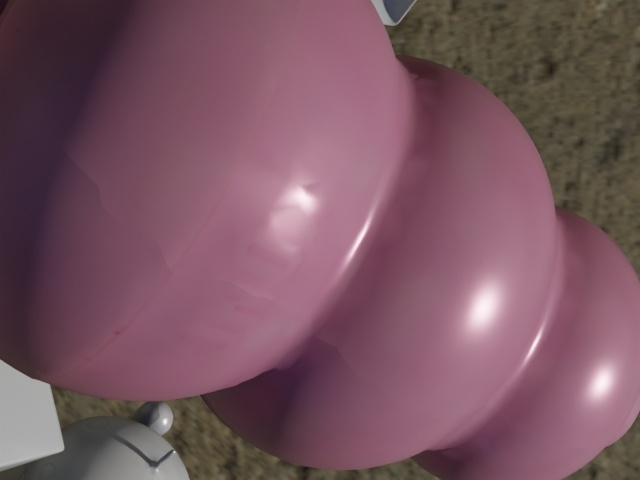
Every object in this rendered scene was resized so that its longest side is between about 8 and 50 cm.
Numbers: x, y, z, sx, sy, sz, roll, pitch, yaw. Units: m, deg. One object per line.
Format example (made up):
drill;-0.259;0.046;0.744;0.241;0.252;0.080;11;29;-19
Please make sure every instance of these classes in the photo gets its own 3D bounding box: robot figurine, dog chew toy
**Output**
robot figurine;-0.273;0.317;1.893;0.200;0.353;0.300;35;62;-13
dog chew toy;0.000;0.000;0.670;0.332;0.206;0.206;30;85;-22

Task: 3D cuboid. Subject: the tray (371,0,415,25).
tray;0.085;-0.359;1.987;0.145;0.270;0.030;10;59;-22

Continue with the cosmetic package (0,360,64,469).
cosmetic package;-0.406;0.175;1.530;0.224;0.225;0.138;-8;80;-50
